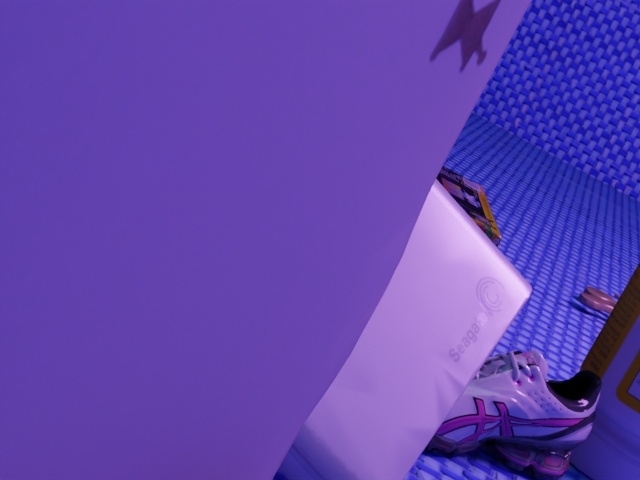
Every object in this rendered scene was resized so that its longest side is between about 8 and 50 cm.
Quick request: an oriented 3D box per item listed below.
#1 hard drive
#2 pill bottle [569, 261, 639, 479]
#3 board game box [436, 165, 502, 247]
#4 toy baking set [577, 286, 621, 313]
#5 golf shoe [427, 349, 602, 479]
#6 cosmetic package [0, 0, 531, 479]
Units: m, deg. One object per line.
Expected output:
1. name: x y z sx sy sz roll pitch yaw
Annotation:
1. hard drive: -0.033 -0.020 0.826 0.307 0.040 0.203 48 51 -8
2. pill bottle: 0.268 0.087 1.128 0.119 0.208 0.119 26 13 -7
3. board game box: 0.076 0.027 1.122 0.048 0.141 0.170 28 12 -5
4. toy baking set: 0.394 0.118 1.696 0.197 0.030 0.256 15 15 -31
5. golf shoe: 0.112 0.103 1.025 0.186 0.086 0.067 17 18 -35
6. cosmetic package: -0.198 -0.075 0.527 0.394 0.329 0.327 33 13 25
